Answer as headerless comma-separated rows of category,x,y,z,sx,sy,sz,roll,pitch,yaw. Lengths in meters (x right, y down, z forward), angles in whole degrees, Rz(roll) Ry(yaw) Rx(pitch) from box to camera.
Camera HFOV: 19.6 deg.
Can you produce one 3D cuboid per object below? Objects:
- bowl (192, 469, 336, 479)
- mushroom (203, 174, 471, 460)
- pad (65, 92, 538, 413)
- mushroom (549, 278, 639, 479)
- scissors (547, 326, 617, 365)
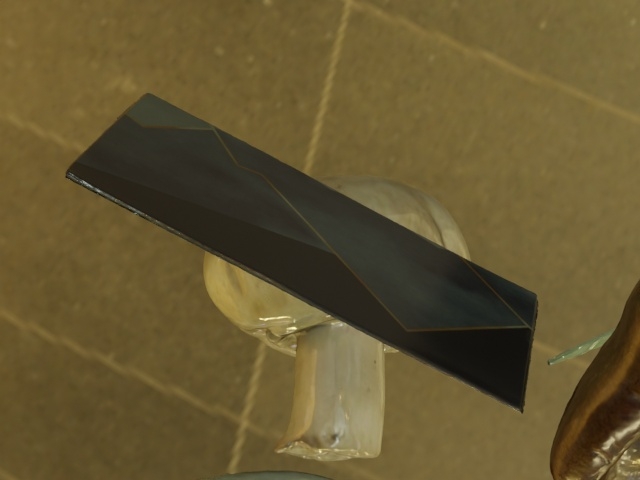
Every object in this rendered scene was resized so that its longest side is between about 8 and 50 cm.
bowl,-0.088,0.349,1.761,0.307,0.163,0.307,-13,151,-7
mushroom,0.018,0.094,2.145,0.314,0.336,0.314,3,160,1
pad,0.000,0.000,0.926,0.243,0.163,0.004,27,110,-1
mushroom,0.263,0.111,1.077,0.217,0.148,0.227,43,118,45
scissors,0.351,0.079,1.892,0.248,0.017,0.144,-36,137,28
